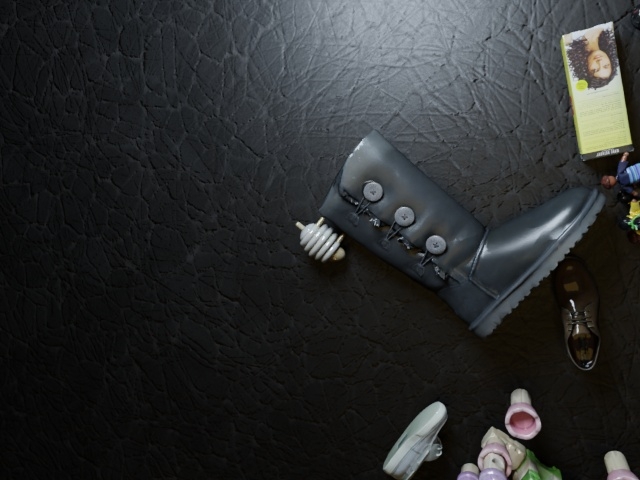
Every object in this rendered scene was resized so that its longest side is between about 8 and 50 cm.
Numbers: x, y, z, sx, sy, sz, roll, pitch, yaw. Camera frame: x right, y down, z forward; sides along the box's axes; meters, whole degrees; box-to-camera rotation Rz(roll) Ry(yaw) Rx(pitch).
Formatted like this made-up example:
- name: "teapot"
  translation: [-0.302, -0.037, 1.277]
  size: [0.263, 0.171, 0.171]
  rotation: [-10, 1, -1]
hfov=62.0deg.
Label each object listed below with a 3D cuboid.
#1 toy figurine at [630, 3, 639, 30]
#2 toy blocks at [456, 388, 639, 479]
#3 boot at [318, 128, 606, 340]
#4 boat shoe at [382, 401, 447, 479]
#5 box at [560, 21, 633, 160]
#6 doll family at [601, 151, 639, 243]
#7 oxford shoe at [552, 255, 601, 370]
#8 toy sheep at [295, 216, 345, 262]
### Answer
- name: "toy figurine"
  translation: [0.610, -0.339, 0.848]
  size: [0.148, 0.213, 0.210]
  rotation: [-24, 91, 11]
- name: "toy blocks"
  translation: [0.423, 0.516, 1.031]
  size: [0.288, 0.260, 0.309]
  rotation: [32, 108, 11]
- name: "boot"
  translation: [0.260, -0.074, 1.065]
  size: [0.445, 0.146, 0.367]
  rotation: [41, 108, 14]
- name: "boat shoe"
  translation: [0.229, 0.456, 1.193]
  size: [0.081, 0.079, 0.227]
  rotation: [33, 114, 4]
- name: "box"
  translation: [0.506, -0.269, 0.980]
  size: [0.087, 0.058, 0.232]
  rotation: [-12, 95, 20]
- name: "doll family"
  translation: [0.589, -0.071, 0.976]
  size: [0.111, 0.076, 0.193]
  rotation: [-18, 91, 23]
- name: "oxford shoe"
  translation: [0.504, 0.142, 1.029]
  size: [0.082, 0.096, 0.227]
  rotation: [-13, 93, 23]
- name: "toy sheep"
  translation: [0.000, 0.000, 1.189]
  size: [0.132, 0.091, 0.091]
  rotation: [38, 109, 4]
